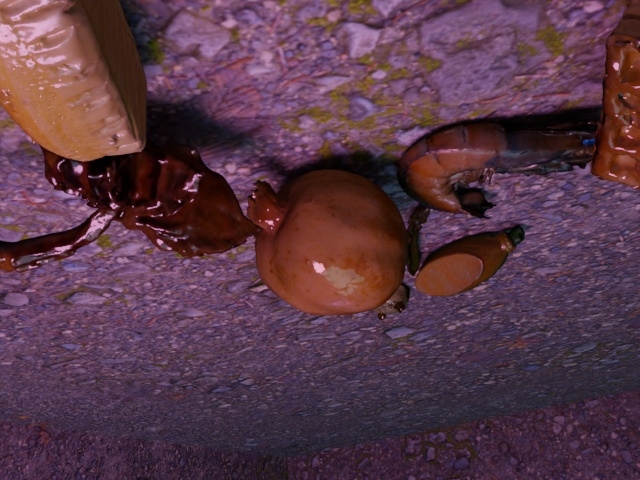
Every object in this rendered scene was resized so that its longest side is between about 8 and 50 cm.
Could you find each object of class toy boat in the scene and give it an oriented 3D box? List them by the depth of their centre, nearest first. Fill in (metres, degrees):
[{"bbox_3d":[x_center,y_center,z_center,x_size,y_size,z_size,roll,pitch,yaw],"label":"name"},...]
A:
[{"bbox_3d":[0.246,0.041,1.169,0.230,0.088,0.088,-29,-176,41],"label":"toy boat"}]

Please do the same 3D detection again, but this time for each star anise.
[{"bbox_3d":[-0.242,-0.048,0.749,0.347,0.148,0.237,-5,-174,-6],"label":"star anise"}]

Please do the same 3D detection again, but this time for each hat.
[{"bbox_3d":[0.133,0.120,1.321,0.077,0.059,0.076,-17,149,30],"label":"hat"}]

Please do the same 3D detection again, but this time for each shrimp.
[{"bbox_3d":[0.250,-0.090,0.909,0.291,0.054,0.222,-7,154,9],"label":"shrimp"}]

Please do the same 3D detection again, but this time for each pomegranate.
[{"bbox_3d":[0.013,0.008,0.892,0.207,0.207,0.207,-5,155,-3],"label":"pomegranate"}]

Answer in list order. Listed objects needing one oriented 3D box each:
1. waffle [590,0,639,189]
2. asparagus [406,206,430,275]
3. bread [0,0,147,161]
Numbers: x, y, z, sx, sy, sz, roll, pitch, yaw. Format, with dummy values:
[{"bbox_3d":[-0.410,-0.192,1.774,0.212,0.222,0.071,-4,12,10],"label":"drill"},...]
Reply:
[{"bbox_3d":[0.427,-0.115,0.651,0.308,0.091,0.212,21,151,29],"label":"waffle"},{"bbox_3d":[0.154,0.000,1.106,0.034,0.027,0.236,18,157,13],"label":"asparagus"},{"bbox_3d":[-0.217,-0.158,0.555,0.106,0.139,0.236,-10,154,-2],"label":"bread"}]
